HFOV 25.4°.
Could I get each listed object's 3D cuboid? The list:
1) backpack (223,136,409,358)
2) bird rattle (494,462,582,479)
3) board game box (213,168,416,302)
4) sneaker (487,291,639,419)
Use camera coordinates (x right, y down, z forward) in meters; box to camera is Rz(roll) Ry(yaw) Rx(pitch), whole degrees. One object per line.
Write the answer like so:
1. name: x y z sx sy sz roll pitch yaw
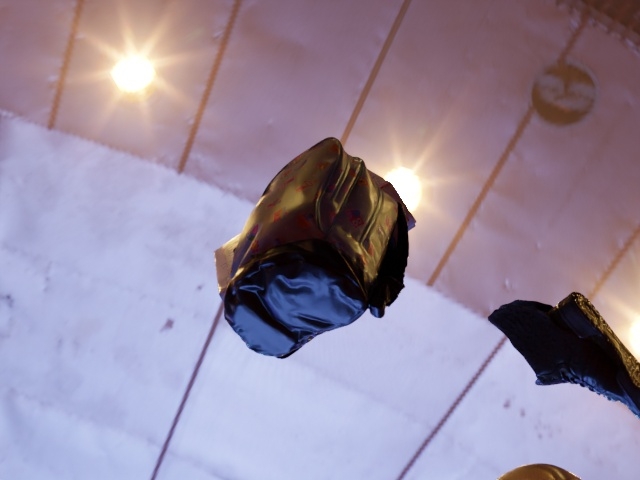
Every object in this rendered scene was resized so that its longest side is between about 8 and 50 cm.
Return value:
1. backpack: 0.000 0.000 1.213 0.152 0.182 0.115 -20 -62 33
2. bird rattle: 0.116 0.241 0.926 0.143 0.253 0.207 24 -111 -10
3. board game box: -0.015 -0.001 1.460 0.193 0.305 0.053 -33 -81 -1
4. sneaker: 0.242 0.116 1.346 0.089 0.051 0.170 -39 -96 25
